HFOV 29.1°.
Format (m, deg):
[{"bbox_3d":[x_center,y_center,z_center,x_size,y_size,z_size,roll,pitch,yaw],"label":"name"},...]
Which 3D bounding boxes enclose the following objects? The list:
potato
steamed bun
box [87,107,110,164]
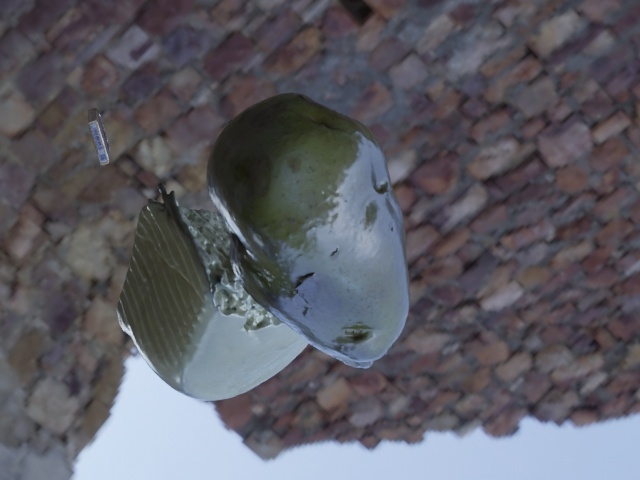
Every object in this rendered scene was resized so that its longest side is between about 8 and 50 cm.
[{"bbox_3d":[0.001,-0.002,1.393,0.202,0.351,0.218,-37,-154,-26],"label":"potato"},{"bbox_3d":[-0.136,0.088,1.839,0.290,0.272,0.273,53,-53,50],"label":"steamed bun"},{"bbox_3d":[-0.227,-0.108,1.267,0.012,0.046,0.083,-17,-163,-4],"label":"box"}]
